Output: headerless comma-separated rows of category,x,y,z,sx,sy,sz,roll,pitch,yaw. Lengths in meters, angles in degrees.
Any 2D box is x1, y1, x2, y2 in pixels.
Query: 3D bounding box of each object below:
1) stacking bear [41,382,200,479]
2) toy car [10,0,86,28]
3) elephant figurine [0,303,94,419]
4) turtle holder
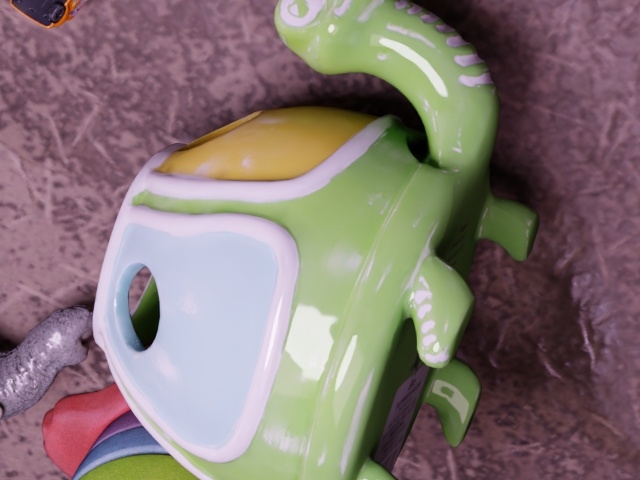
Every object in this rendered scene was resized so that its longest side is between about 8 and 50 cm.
stacking bear,-0.114,0.222,1.234,0.164,0.289,0.175,41,120,-20
toy car,-0.193,-0.164,1.136,0.122,0.060,0.040,15,172,17
elephant figurine,-0.298,0.117,1.288,0.169,0.186,0.239,39,120,32
turtle holder,-0.008,0.016,1.108,0.227,0.243,0.320,21,136,13
